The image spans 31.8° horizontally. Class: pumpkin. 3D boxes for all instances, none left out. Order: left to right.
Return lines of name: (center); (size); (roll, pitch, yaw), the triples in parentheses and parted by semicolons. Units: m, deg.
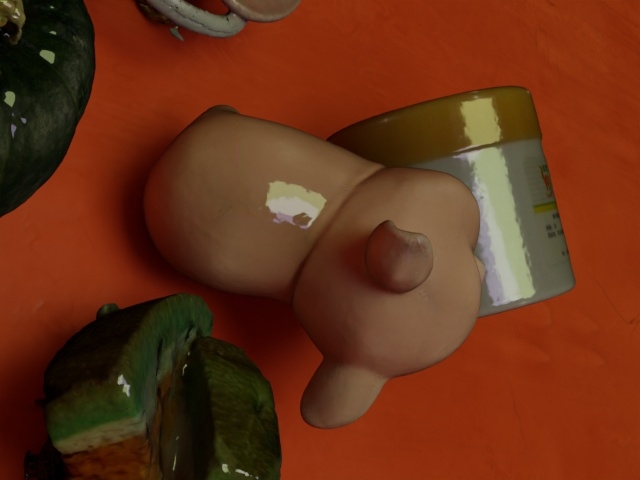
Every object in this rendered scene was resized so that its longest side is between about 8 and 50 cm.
pumpkin: (-0.297, -0.142, 0.789); (0.300, 0.207, 0.300); (19, 64, -45)

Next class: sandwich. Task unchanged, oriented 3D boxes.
sandwich: (-0.111, 0.196, 0.891); (0.250, 0.162, 0.301); (-11, 99, -80)

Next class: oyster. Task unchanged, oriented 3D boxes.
oyster: (-0.156, -0.237, 1.128); (0.093, 0.034, 0.051); (40, 33, -19)

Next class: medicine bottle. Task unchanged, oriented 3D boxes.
medicine bottle: (0.143, -0.030, 1.243); (0.238, 0.238, 0.232); (-13, 88, -51)

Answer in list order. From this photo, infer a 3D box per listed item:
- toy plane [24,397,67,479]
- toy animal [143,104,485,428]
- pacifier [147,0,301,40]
toy plane: (-0.208, 0.171, 0.919); (0.060, 0.037, 0.145); (6, 73, -53)
toy animal: (0.000, 0.000, 1.038); (0.326, 0.237, 0.269); (11, 38, -19)
pacifier: (-0.108, -0.353, 1.085); (0.332, 0.273, 0.220); (30, 13, -42)
